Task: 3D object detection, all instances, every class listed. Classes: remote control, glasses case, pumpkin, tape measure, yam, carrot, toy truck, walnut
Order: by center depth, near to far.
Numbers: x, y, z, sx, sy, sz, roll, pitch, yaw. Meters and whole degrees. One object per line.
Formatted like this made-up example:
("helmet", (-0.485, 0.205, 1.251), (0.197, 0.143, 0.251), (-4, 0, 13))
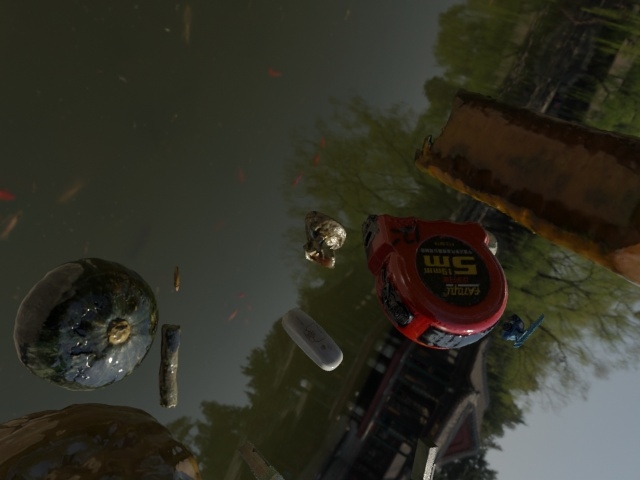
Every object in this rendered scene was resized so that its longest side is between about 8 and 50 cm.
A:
("carrot", (0.221, -0.057, 0.426), (0.114, 0.302, 0.114), (-28, 136, -31))
("walnut", (-0.286, 0.322, 0.471), (0.333, 0.333, 0.333), (-53, 160, -28))
("tape measure", (0.212, 0.072, 0.861), (0.114, 0.253, 0.260), (115, -27, -54))
("remote control", (-0.127, 0.624, 1.204), (0.050, 0.145, 0.344), (-40, -175, -22))
("glasses case", (-0.022, 0.260, 1.223), (0.074, 0.193, 0.049), (-31, 161, -43))
("yam", (-0.458, 0.379, 1.399), (0.061, 0.061, 0.253), (-15, 112, -67))
("toy truck", (0.611, 0.256, 1.407), (0.136, 0.074, 0.063), (-40, 148, -17))
("pumpkin", (-0.765, 0.280, 1.557), (0.454, 0.344, 0.454), (-26, 122, -49))

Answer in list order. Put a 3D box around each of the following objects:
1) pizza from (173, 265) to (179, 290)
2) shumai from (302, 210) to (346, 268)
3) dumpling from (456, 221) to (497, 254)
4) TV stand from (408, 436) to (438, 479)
("pizza", (-0.466, 0.122, 1.495), (0.037, 0.016, 0.083), (143, -56, -61))
("shumai", (0.000, 0.000, 1.556), (0.153, 0.161, 0.209), (-65, -165, -16))
("dumpling", (0.405, 0.024, 1.238), (0.100, 0.134, 0.169), (60, 12, -28))
("TV stand", (0.266, 0.663, 1.251), (0.040, 0.049, 0.256), (4, 99, -28))
